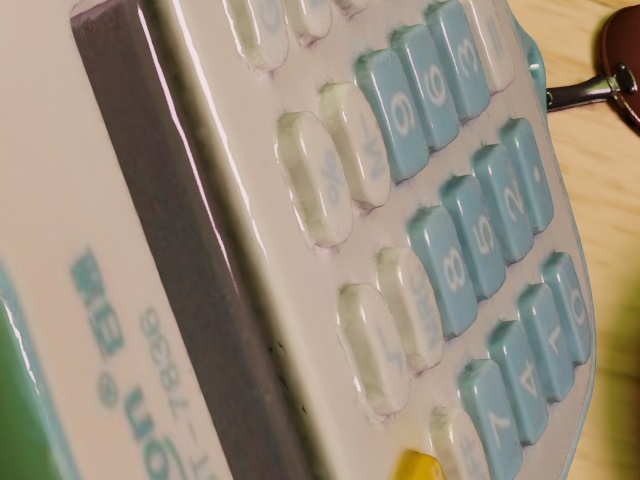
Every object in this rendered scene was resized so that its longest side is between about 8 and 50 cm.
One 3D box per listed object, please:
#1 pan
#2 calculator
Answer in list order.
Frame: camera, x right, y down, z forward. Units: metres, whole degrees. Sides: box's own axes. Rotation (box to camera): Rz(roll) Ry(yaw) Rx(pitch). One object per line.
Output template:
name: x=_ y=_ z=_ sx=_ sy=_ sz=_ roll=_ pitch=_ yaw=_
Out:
pan: x=0.127 y=-0.065 z=0.787 sx=0.115 sy=0.023 sz=0.068 roll=-13 pitch=74 yaw=-39
calculator: x=0.000 y=0.000 z=0.557 sx=0.386 sy=0.054 sz=0.256 roll=-39 pitch=114 yaw=-58
